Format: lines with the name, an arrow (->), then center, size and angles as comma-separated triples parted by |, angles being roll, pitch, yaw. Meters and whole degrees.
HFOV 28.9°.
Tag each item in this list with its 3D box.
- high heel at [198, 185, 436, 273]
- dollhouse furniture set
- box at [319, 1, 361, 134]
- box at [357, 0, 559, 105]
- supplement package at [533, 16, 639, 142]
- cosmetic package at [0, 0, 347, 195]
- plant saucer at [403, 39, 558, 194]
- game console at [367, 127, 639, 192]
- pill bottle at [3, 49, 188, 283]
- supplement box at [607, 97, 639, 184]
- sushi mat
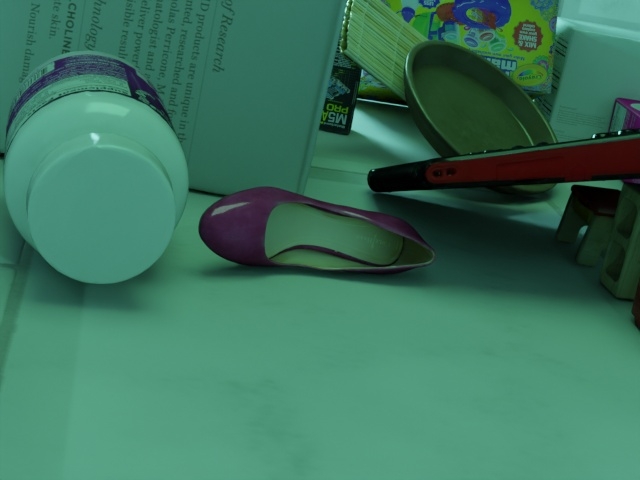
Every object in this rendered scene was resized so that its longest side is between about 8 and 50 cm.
high heel -> 0.000, 0.000, 1.232 | 0.244, 0.082, 0.117 | 11, 2, -44
dollhouse furniture set -> 0.419, -0.001, 1.356 | 0.201, 0.152, 0.374 | 8, 18, -9
box -> -0.067, -0.290, 1.862 | 0.270, 0.216, 0.060 | 11, 19, 2
box -> 0.201, -0.322, 2.041 | 0.289, 0.177, 0.279 | 7, -3, -11
supplement package -> 0.470, -0.248, 2.064 | 0.194, 0.203, 0.149 | 10, 18, -5
cosmetic package -> -0.182, -0.267, 1.542 | 0.393, 0.328, 0.329 | 10, 18, -4
plant saucer -> 0.222, -0.167, 1.742 | 0.277, 0.041, 0.278 | 26, 39, -23
game console -> 0.247, -0.092, 1.431 | 0.341, 0.060, 0.386 | -3, 1, -6
pill bottle -> -0.213, -0.071, 1.176 | 0.169, 0.169, 0.301 | 6, 19, -15
supplement box -> 0.522, -0.139, 1.908 | 0.111, 0.114, 0.220 | 8, 19, -5
sushi mat -> 0.153, -0.239, 1.802 | 0.316, 0.019, 0.151 | 33, 48, -29
